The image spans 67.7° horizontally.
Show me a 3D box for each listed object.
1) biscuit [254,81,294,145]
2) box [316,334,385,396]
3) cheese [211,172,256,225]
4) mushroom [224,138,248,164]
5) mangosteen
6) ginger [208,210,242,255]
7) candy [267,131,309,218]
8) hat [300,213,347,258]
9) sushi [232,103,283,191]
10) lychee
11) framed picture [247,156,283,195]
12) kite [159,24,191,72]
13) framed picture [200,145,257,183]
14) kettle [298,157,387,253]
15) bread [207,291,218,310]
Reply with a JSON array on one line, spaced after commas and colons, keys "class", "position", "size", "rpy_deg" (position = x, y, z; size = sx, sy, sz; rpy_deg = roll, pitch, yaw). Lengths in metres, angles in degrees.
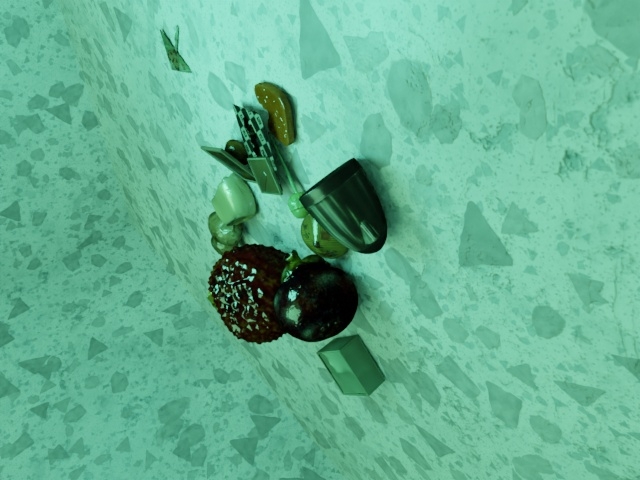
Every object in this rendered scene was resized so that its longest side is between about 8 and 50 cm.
[{"class": "biscuit", "position": [-0.153, -0.429, 1.600], "size": [0.186, 0.036, 0.192], "rpy_deg": [36, 145, 38]}, {"class": "box", "position": [0.129, 0.532, 2.027], "size": [0.225, 0.117, 0.225], "rpy_deg": [57, 151, -1]}, {"class": "cheese", "position": [-0.397, -0.185, 2.130], "size": [0.233, 0.127, 0.266], "rpy_deg": [61, 149, 0]}, {"class": "mushroom", "position": [-0.331, -0.354, 1.919], "size": [0.127, 0.087, 0.127], "rpy_deg": [28, 160, 11]}, {"class": "mangosteen", "position": [-0.023, 0.215, 1.756], "size": [0.330, 0.330, 0.330], "rpy_deg": [38, 146, 32]}, {"class": "ginger", "position": [-0.467, -0.016, 2.398], "size": [0.244, 0.155, 0.304], "rpy_deg": [33, 152, 26]}, {"class": "candy", "position": [-0.119, -0.237, 1.718], "size": [0.092, 0.093, 0.336], "rpy_deg": [-24, 89, 18]}, {"class": "hat", "position": [0.000, 0.000, 1.665], "size": [0.192, 0.082, 0.193], "rpy_deg": [15, 126, 22]}, {"class": "sushi", "position": [-0.214, -0.352, 1.747], "size": [0.264, 0.050, 0.290], "rpy_deg": [35, 147, 50]}, {"class": "lychee", "position": [-0.245, 0.239, 2.025], "size": [0.500, 0.425, 0.424], "rpy_deg": [44, 155, -17]}, {"class": "framed picture", "position": [-0.209, -0.242, 1.782], "size": [0.203, 0.015, 0.150], "rpy_deg": [15, 130, 62]}, {"class": "kite", "position": [-0.595, -0.783, 1.961], "size": [0.229, 0.012, 0.250], "rpy_deg": [51, 151, 4]}, {"class": "framed picture", "position": [-0.346, -0.300, 1.911], "size": [0.184, 0.016, 0.250], "rpy_deg": [19, 167, 48]}, {"class": "kettle", "position": [0.083, -0.072, 1.424], "size": [0.271, 0.207, 0.250], "rpy_deg": [53, 145, -7]}, {"class": "bread", "position": [-0.511, 0.217, 2.539], "size": [0.163, 0.264, 0.168], "rpy_deg": [35, 157, 40]}]
